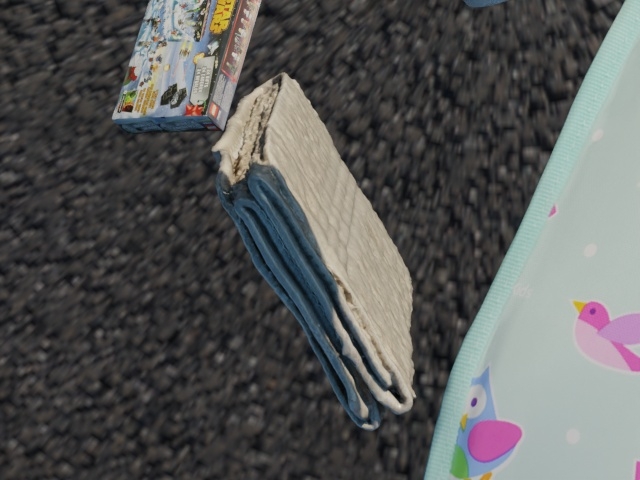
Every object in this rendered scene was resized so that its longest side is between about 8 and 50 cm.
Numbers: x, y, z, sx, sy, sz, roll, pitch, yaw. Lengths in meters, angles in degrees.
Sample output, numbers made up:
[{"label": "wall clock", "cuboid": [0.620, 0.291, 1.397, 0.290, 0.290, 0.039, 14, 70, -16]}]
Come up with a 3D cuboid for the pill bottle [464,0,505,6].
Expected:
[{"label": "pill bottle", "cuboid": [0.056, -0.266, 0.875, 0.169, 0.169, 0.301, -25, 103, 10]}]

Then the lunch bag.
[{"label": "lunch bag", "cuboid": [0.175, 0.040, 0.635, 0.223, 0.160, 0.262, 17, 67, 33]}]

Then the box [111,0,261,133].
[{"label": "box", "cuboid": [-0.102, -0.149, 1.515, 0.094, 0.027, 0.137, 0, 65, 34]}]

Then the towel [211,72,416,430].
[{"label": "towel", "cuboid": [0.000, 0.000, 1.256, 0.049, 0.282, 0.187, -28, 102, 10]}]
